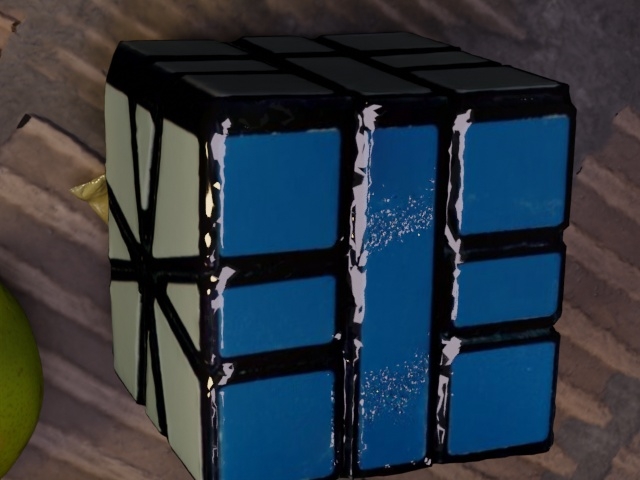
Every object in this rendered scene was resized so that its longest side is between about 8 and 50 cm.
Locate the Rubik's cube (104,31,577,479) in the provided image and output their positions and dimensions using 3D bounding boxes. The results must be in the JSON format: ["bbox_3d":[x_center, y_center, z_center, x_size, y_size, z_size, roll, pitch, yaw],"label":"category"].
[{"bbox_3d":[0.000,0.000,1.059,0.283,0.293,0.288,-7,106,-24],"label":"Rubik's cube"}]

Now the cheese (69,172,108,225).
[{"bbox_3d":[-0.164,-0.035,1.165,0.060,0.041,0.084,-42,118,10],"label":"cheese"}]

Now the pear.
[{"bbox_3d":[-0.315,0.125,1.108,0.187,0.187,0.220,3,107,-13],"label":"pear"}]
